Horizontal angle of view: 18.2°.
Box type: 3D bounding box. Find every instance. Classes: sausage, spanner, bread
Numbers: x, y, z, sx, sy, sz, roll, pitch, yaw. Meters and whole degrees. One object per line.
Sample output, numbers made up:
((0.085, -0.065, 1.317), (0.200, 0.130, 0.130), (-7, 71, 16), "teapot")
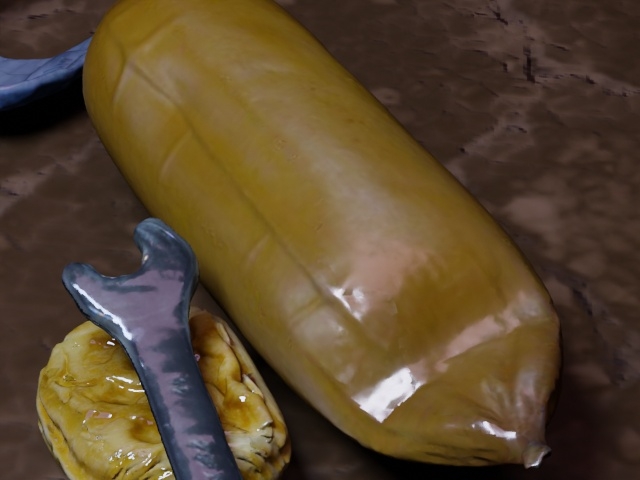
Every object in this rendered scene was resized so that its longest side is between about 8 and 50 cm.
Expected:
((0.006, -0.001, 0.789), (0.112, 0.112, 0.328), (-16, 41, -23), "sausage")
((-0.033, 0.094, 0.678), (0.054, 0.015, 0.254), (-13, 56, -17), "spanner")
((-0.061, 0.067, 0.745), (0.083, 0.044, 0.110), (-16, 40, -19), "bread")

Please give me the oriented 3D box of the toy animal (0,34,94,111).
((-0.214, -0.106, 0.941), (0.239, 0.176, 0.255), (12, 4, 7), "toy animal")
